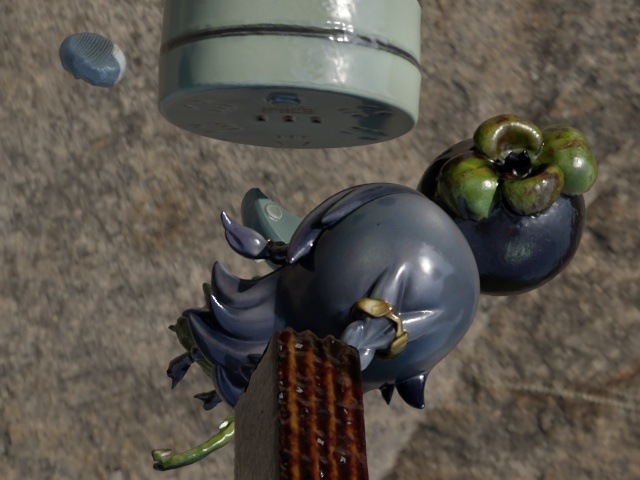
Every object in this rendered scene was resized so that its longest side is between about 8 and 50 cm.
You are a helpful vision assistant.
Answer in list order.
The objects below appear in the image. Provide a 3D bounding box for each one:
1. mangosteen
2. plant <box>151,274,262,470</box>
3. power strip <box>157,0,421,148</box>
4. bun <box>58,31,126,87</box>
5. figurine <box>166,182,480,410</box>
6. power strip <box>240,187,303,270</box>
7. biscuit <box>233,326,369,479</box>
[{"bbox_3d":[0.223,-0.044,1.860,0.243,0.243,0.243,-8,118,-14],"label":"mangosteen"},{"bbox_3d":[-0.091,0.209,2.099,0.251,0.333,0.180,-6,136,6],"label":"plant"},{"bbox_3d":[-0.038,-0.223,1.950,0.357,0.357,0.161,5,80,-21],"label":"power strip"},{"bbox_3d":[-0.275,-0.215,1.835,0.083,0.083,0.045,10,130,-23],"label":"bun"},{"bbox_3d":[0.009,0.068,1.277,0.265,0.197,0.175,-50,135,-4],"label":"figurine"},{"bbox_3d":[0.000,0.000,2.044,0.253,0.167,0.054,-1,142,-40],"label":"power strip"},{"bbox_3d":[-0.013,0.234,1.033,0.073,0.388,0.107,14,134,-17],"label":"biscuit"}]
